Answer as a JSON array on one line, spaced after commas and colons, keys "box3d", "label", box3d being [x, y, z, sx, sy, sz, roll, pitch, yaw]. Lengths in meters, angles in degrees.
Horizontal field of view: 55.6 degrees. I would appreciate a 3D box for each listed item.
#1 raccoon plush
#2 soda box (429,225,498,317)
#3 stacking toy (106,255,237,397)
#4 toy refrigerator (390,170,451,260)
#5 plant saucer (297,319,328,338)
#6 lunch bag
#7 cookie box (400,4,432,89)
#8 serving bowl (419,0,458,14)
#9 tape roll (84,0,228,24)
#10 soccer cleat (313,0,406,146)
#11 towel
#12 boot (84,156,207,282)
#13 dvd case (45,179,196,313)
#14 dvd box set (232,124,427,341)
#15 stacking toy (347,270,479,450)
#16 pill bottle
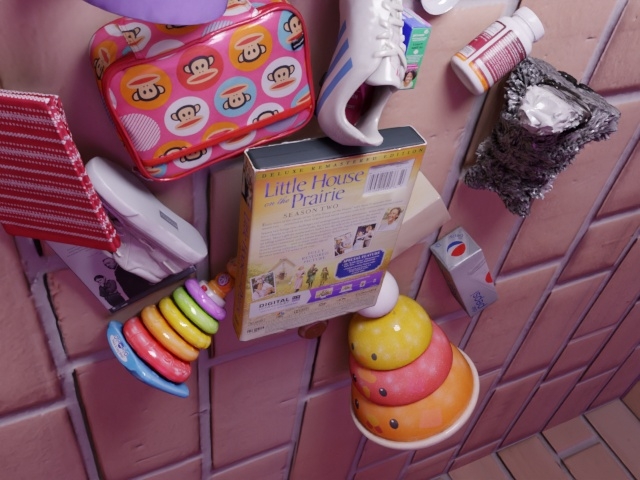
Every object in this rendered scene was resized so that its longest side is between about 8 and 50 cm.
[{"box3d": [0.354, -0.171, 1.140, 0.446, 0.216, 0.299, -12, 141, -50], "label": "raccoon plush"}, {"box3d": [0.374, 0.087, 1.559, 0.098, 0.091, 0.286, -34, 142, 2], "label": "soda box"}, {"box3d": [-0.243, 0.140, 1.177, 0.302, 0.175, 0.166, -44, 144, -3], "label": "stacking toy"}, {"box3d": [0.130, -0.022, 1.284, 0.269, 0.094, 0.102, -35, 145, 6], "label": "toy refrigerator"}, {"box3d": [-0.015, 0.218, 1.500, 0.083, 0.015, 0.083, -18, 139, -16], "label": "plant saucer"}, {"box3d": [-0.157, -0.212, 0.877, 0.293, 0.120, 0.258, -24, 145, -12], "label": "lunch bag"}, {"box3d": [0.125, -0.311, 0.972, 0.040, 0.092, 0.107, -14, 138, -25], "label": "cookie box"}, {"box3d": [0.189, -0.405, 0.965, 0.083, 0.027, 0.083, -19, 140, -16], "label": "serving bowl"}, {"box3d": [-0.191, -0.318, 0.675, 0.189, 0.189, 0.080, -6, 134, -29], "label": "tape roll"}, {"box3d": [0.083, -0.294, 0.874, 0.116, 0.143, 0.331, -4, 117, -34], "label": "soccer cleat"}, {"box3d": [-0.397, -0.091, 0.827, 0.198, 0.031, 0.275, 8, 139, 11], "label": "towel"}, {"box3d": [-0.302, -0.015, 0.955, 0.123, 0.095, 0.258, -31, 135, 12], "label": "boot"}, {"box3d": [-0.341, 0.019, 1.059, 0.179, 0.029, 0.239, -27, 140, -7], "label": "dvd case"}, {"box3d": [0.000, 0.000, 1.092, 0.307, 0.062, 0.420, -13, 139, -23], "label": "dvd box set"}, {"box3d": [0.172, 0.247, 1.499, 0.350, 0.350, 0.480, -29, 122, -5], "label": "stacking toy"}, {"box3d": [0.314, -0.336, 1.075, 0.152, 0.086, 0.086, -39, 141, 9], "label": "pill bottle"}]
